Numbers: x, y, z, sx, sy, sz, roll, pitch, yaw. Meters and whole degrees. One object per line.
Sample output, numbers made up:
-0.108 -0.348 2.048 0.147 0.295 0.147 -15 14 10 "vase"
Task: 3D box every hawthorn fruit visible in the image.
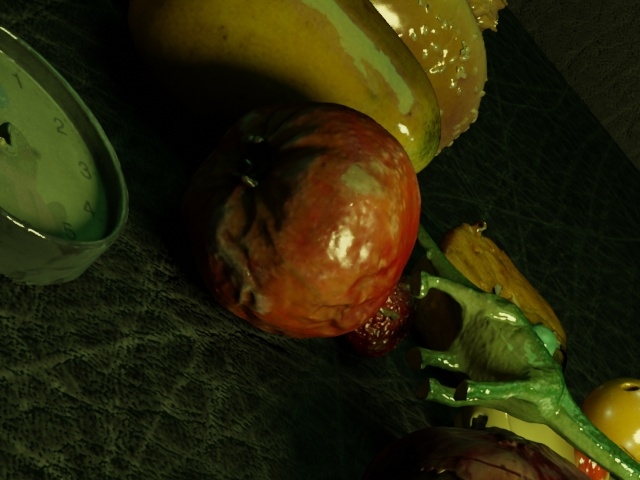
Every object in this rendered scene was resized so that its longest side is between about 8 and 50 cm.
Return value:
0.000 0.000 1.569 0.272 0.241 0.242 49 18 -41 "hawthorn fruit"

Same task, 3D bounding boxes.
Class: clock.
-0.279 -0.089 1.366 0.280 0.055 0.281 42 24 -24 "clock"

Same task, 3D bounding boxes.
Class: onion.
0.147 0.278 1.444 0.252 0.219 0.252 11 0 0 "onion"

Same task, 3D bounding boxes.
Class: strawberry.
0.058 0.074 1.716 0.106 0.106 0.106 41 24 -23 "strawberry"

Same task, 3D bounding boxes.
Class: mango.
-0.033 -0.194 1.719 0.378 0.221 0.264 35 -10 9 "mango"

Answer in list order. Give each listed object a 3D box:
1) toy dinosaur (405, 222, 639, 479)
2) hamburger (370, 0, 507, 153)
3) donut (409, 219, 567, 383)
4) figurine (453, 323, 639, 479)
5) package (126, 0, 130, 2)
0.236 0.131 1.624 0.300 0.087 0.447 8 46 -25 "toy dinosaur"
0.088 -0.321 2.146 0.445 0.287 0.268 38 27 -25 "hamburger"
0.206 0.094 1.943 0.253 0.118 0.253 44 21 -21 "donut"
0.287 0.226 1.754 0.324 0.222 0.124 43 21 -19 "figurine"
-0.209 -0.286 1.842 0.077 0.033 0.110 30 6 8 "package"
